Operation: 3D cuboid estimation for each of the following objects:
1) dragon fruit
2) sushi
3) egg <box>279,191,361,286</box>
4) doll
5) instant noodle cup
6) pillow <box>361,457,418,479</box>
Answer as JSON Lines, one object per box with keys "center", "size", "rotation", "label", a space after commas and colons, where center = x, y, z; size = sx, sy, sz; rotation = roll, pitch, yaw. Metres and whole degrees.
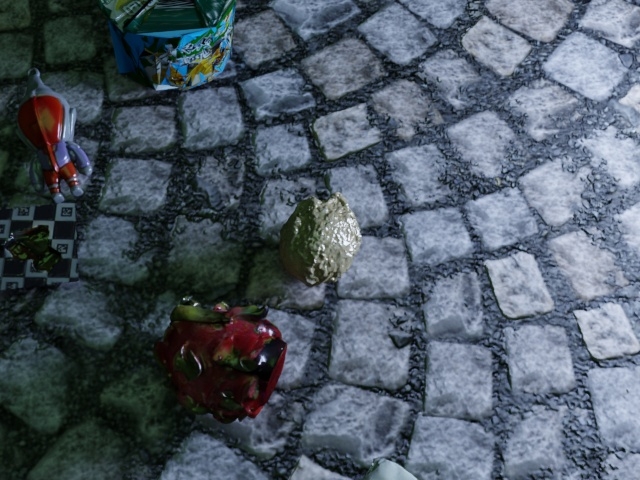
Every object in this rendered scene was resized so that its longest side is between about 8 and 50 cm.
{"center": [-0.137, 0.149, 1.158], "size": [0.172, 0.160, 0.167], "rotation": [21, 88, 9], "label": "dragon fruit"}
{"center": [-0.460, 0.018, 1.281], "size": [0.200, 0.031, 0.139], "rotation": [-6, 63, -9], "label": "sushi"}
{"center": [0.000, 0.000, 1.255], "size": [0.116, 0.118, 0.140], "rotation": [17, 54, 26], "label": "egg"}
{"center": [-0.425, -0.170, 1.350], "size": [0.102, 0.075, 0.228], "rotation": [-21, 75, -1], "label": "doll"}
{"center": [-0.238, -0.365, 1.396], "size": [0.240, 0.178, 0.240], "rotation": [1, 64, -1], "label": "instant noodle cup"}
{"center": [0.064, 0.396, 1.094], "size": [0.128, 0.051, 0.229], "rotation": [29, 65, 21], "label": "pillow"}
